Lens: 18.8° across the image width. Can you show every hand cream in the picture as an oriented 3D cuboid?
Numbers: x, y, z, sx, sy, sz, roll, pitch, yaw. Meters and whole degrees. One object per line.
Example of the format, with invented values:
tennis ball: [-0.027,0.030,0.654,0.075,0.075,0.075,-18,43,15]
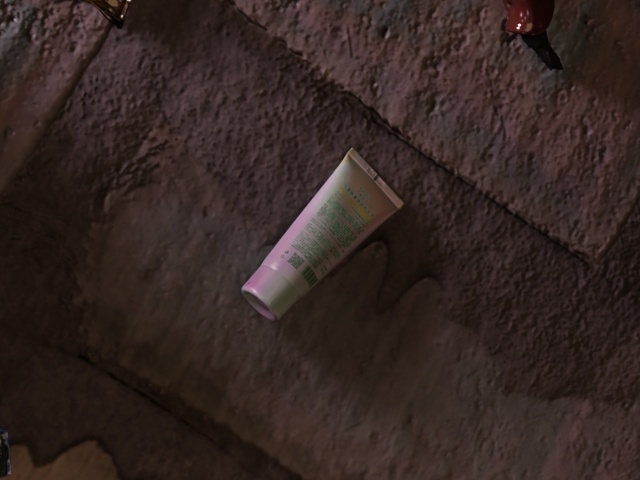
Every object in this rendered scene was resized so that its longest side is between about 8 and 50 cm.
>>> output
hand cream: [0.000,0.000,1.815,0.076,0.047,0.174,47,73,-15]

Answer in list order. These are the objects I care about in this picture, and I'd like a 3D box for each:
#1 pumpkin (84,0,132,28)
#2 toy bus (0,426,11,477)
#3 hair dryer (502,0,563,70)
pumpkin: [-0.196,-0.250,1.734,0.073,0.035,0.101,22,86,-29]
toy bus: [-0.354,0.195,1.714,0.153,0.061,0.051,-6,96,-18]
hair dryer: [0.204,-0.330,1.826,0.312,0.123,0.340,-32,115,-22]
